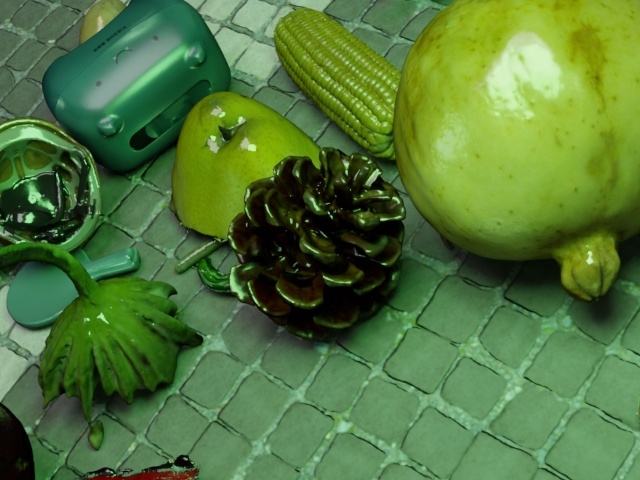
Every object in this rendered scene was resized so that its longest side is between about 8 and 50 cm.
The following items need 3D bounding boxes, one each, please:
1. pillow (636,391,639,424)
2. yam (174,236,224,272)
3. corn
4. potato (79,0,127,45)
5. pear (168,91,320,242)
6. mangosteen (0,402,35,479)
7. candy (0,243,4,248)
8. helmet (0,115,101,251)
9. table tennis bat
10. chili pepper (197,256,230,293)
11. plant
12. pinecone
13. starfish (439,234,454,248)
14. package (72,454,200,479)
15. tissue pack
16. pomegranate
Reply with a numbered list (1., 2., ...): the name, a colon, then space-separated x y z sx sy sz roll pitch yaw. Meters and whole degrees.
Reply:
1. pillow: 0.480 0.162 1.188 0.232 0.043 0.126 0 58 25
2. yam: -0.172 0.011 1.595 0.116 0.021 0.021 -37 51 -2
3. corn: 0.038 -0.247 1.616 0.131 0.131 0.344 -39 48 -5
4. potato: -0.384 -0.364 1.899 0.112 0.112 0.147 -8 62 19
5. pear: -0.125 -0.139 1.573 0.267 0.178 0.267 -9 45 9
6. mangosteen: -0.495 0.335 1.342 0.297 0.297 0.293 -49 41 -13
7. candy: -0.635 0.132 1.679 0.119 0.119 0.440 22 75 34
8. helmet: -0.450 -0.070 1.664 0.198 0.130 0.224 -22 78 -25
9. table tennis bat: -0.389 0.059 1.650 0.237 0.038 0.149 -19 46 15
10. chili pepper: -0.140 0.056 1.546 0.118 0.035 0.055 10 49 40
11. plant: -0.289 0.099 1.405 0.180 0.333 0.251 36 64 22
12. pinecone: 0.000 0.000 1.380 0.244 0.309 0.244 4 69 -10
13. starfish: 0.197 -0.026 1.454 0.078 0.028 0.091 -31 55 -1
14. package: -0.267 0.378 1.354 0.269 0.071 0.194 -16 45 17
15. tissue pack: -0.289 -0.251 1.713 0.287 0.198 0.206 -38 51 -7
16. pomegranate: 0.280 -0.122 1.282 0.410 0.410 0.410 -12 54 16
